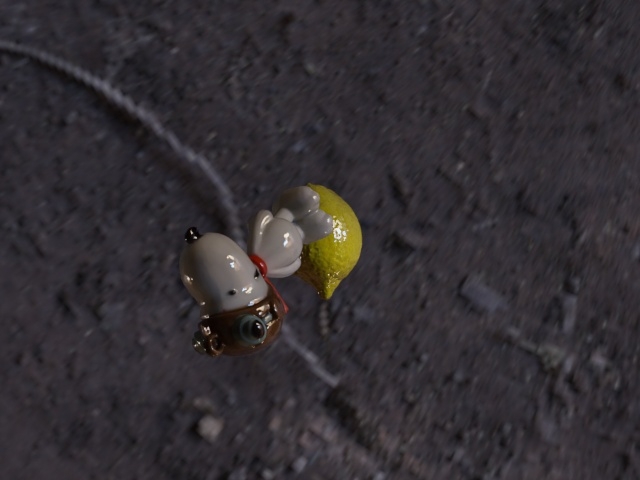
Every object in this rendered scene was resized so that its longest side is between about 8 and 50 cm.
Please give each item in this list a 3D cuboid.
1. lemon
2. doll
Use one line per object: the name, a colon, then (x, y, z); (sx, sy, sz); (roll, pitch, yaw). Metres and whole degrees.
lemon: (0.000, 0.000, 1.492); (0.065, 0.065, 0.092); (-9, 84, 17)
doll: (-0.026, 0.015, 0.801); (0.040, 0.085, 0.058); (-15, 95, 38)
